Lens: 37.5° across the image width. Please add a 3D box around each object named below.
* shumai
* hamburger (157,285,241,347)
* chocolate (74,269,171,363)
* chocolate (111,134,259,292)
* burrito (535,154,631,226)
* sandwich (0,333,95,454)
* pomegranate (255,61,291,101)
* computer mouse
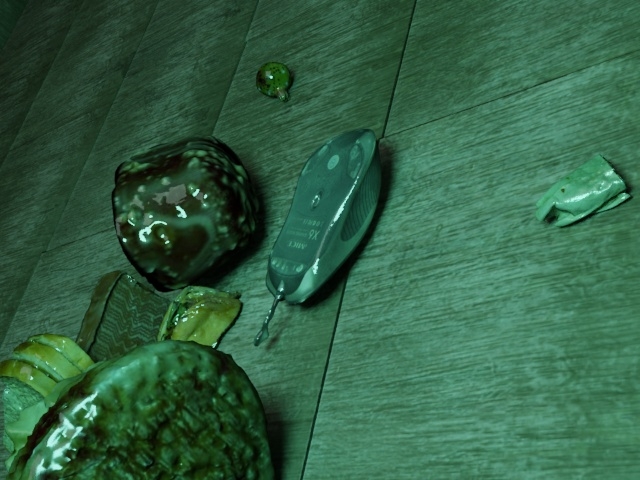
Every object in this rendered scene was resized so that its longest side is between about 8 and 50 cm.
[{"bbox_3d":[-0.281,0.301,1.253,0.348,0.395,0.395,10,66,49],"label":"shumai"},{"bbox_3d":[-0.219,0.134,1.557,0.176,0.102,0.087,-52,23,-2],"label":"hamburger"},{"bbox_3d":[-0.347,0.172,1.624,0.093,0.148,0.214,-21,42,43],"label":"chocolate"},{"bbox_3d":[-0.213,-0.064,1.622,0.210,0.225,0.340,-23,21,7],"label":"chocolate"},{"bbox_3d":[0.324,-0.056,1.187,0.118,0.044,0.074,-31,43,20],"label":"burrito"},{"bbox_3d":[-0.452,0.267,1.546,0.288,0.254,0.099,-6,35,41],"label":"sandwich"},{"bbox_3d":[-0.093,-0.308,1.853,0.073,0.073,0.084,-14,64,40],"label":"pomegranate"},{"bbox_3d":[0.000,0.000,1.455,0.167,0.090,0.379,16,77,58],"label":"computer mouse"}]
